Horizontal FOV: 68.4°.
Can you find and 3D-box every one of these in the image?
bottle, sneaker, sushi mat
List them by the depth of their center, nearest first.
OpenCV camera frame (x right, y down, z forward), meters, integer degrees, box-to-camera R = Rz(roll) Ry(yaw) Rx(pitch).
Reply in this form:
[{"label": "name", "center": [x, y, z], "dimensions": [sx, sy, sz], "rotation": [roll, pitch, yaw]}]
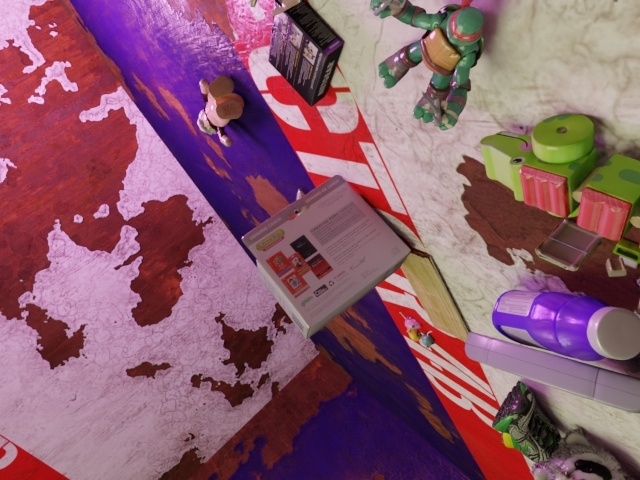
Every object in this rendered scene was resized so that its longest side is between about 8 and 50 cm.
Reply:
[{"label": "bottle", "center": [0.374, 0.130, 0.736], "dimensions": [0.118, 0.092, 0.283], "rotation": [22, 174, 0]}, {"label": "sneaker", "center": [0.535, 0.464, 1.179], "dimensions": [0.146, 0.134, 0.343], "rotation": [24, 161, 42]}, {"label": "sushi mat", "center": [0.289, 0.140, 1.219], "dimensions": [0.316, 0.019, 0.151], "rotation": [57, 163, -27]}]

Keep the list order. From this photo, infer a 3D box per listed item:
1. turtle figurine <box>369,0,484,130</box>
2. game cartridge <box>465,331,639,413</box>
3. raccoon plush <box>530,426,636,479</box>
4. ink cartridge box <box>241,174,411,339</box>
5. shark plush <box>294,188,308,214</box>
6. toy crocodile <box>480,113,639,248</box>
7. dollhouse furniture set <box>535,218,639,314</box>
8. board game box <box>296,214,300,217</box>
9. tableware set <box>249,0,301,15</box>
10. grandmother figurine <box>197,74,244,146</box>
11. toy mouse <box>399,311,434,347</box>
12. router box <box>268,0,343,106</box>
[{"label": "turtle figurine", "center": [0.140, -0.224, 0.579], "dimensions": [0.175, 0.118, 0.234], "rotation": [64, 179, -1]}, {"label": "game cartridge", "center": [0.408, 0.221, 0.796], "dimensions": [0.198, 0.062, 0.297], "rotation": [15, 176, -36]}, {"label": "raccoon plush", "center": [0.671, 0.646, 1.094], "dimensions": [0.299, 0.216, 0.446], "rotation": [42, 165, 50]}, {"label": "ink cartridge box", "center": [0.009, 0.032, 1.154], "dimensions": [0.271, 0.310, 0.130], "rotation": [51, 162, 16]}, {"label": "shark plush", "center": [-0.051, -0.122, 1.509], "dimensions": [0.161, 0.073, 0.067], "rotation": [4, -116, -83]}, {"label": "toy crocodile", "center": [0.320, -0.052, 0.523], "dimensions": [0.341, 0.105, 0.115], "rotation": [34, 158, 44]}, {"label": "dollhouse furniture set", "center": [0.377, 0.036, 0.635], "dimensions": [0.152, 0.076, 0.058], "rotation": [33, 160, 41]}, {"label": "board game box", "center": [0.000, 0.000, 1.644], "dimensions": [0.124, 0.039, 0.259], "rotation": [31, 159, 49]}, {"label": "tableware set", "center": [-0.058, -0.419, 0.700], "dimensions": [0.194, 0.039, 0.128], "rotation": [7, 131, 51]}, {"label": "grandmother figurine", "center": [-0.316, -0.392, 1.459], "dimensions": [0.342, 0.104, 0.207], "rotation": [-167, 66, -69]}, {"label": "toy mouse", "center": [0.313, 0.295, 1.500], "dimensions": [0.161, 0.031, 0.143], "rotation": [51, 164, -7]}, {"label": "router box", "center": [-0.034, -0.349, 0.876], "dimensions": [0.133, 0.046, 0.179], "rotation": [48, 164, 3]}]
